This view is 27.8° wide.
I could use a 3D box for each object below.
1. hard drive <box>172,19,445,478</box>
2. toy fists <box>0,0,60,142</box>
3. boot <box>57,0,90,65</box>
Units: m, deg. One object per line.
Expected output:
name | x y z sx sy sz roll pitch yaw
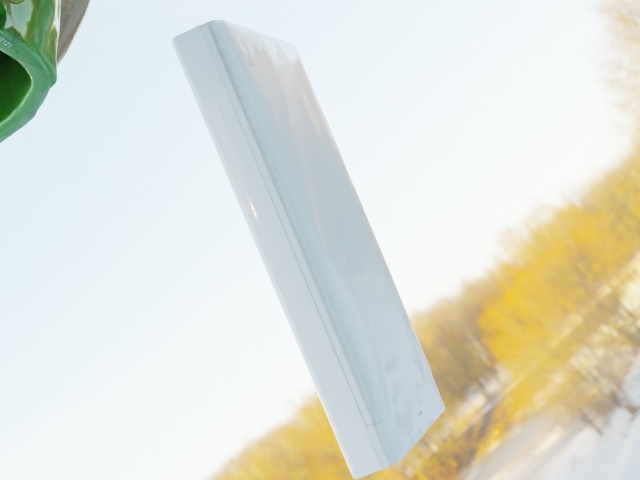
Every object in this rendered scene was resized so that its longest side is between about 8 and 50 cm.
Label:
hard drive | 0.000 0.000 0.922 0.040 0.308 0.203 -23 -2 14
toy fists | -0.115 -0.148 0.497 0.096 0.142 0.279 23 -42 -36
boot | -0.274 -0.168 0.728 0.112 0.305 0.115 17 -86 -78
